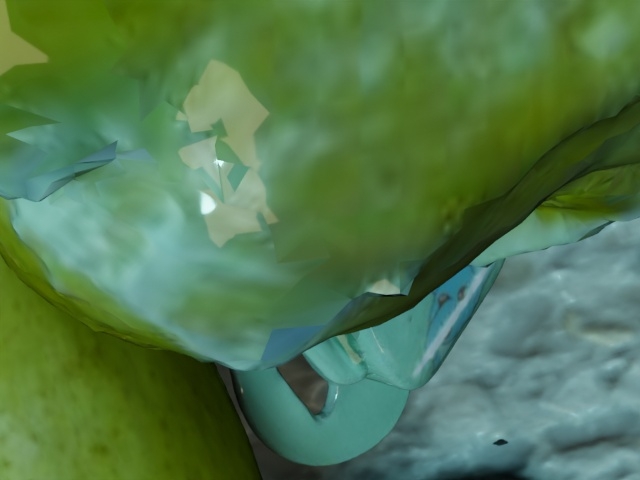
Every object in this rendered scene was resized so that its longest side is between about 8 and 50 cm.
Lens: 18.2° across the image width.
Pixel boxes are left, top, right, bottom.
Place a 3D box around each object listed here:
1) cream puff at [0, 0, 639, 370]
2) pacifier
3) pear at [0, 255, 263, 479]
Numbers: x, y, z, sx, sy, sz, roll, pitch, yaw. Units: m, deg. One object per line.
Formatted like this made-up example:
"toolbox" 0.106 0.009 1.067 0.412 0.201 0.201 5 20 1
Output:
"cream puff" -0.034 -0.158 0.459 0.378 0.275 0.378 -8 115 -18
"pacifier" 0.000 0.000 0.708 0.116 0.150 0.127 18 160 40
"pear" -0.133 0.089 0.679 0.191 0.340 0.386 -22 135 -31
